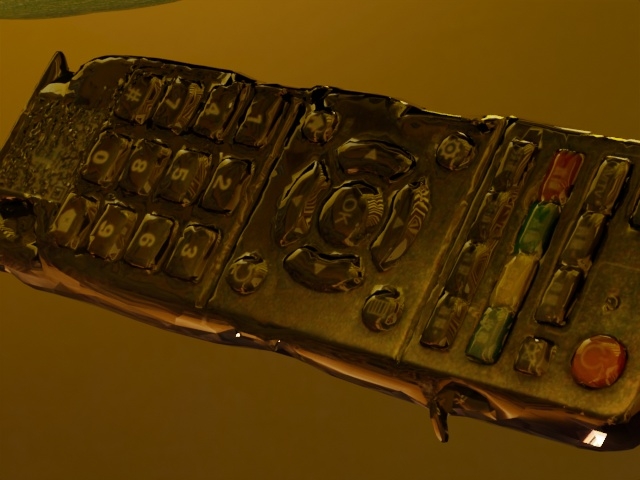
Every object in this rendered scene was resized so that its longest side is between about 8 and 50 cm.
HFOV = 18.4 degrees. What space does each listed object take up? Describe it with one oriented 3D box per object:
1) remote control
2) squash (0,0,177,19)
[{"bbox_3d":[0.000,0.000,0.896,0.062,0.399,0.144,41,69,-48],"label":"remote control"},{"bbox_3d":[-0.097,-0.178,1.053,0.107,0.395,0.107,11,76,-50],"label":"squash"}]
